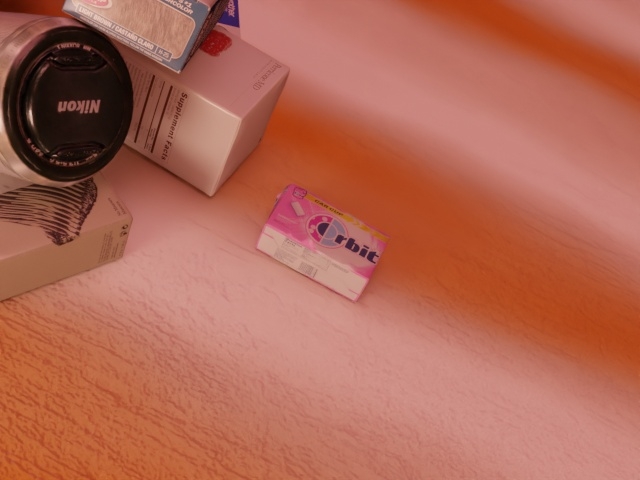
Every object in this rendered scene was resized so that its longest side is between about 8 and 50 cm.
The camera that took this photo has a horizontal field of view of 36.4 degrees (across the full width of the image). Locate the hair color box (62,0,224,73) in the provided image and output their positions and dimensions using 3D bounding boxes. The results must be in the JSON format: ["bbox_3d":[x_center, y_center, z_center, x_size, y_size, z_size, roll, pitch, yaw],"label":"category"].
[{"bbox_3d":[-0.222,-0.362,1.376,0.174,0.105,0.347,27,23,-8],"label":"hair color box"}]

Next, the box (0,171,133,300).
[{"bbox_3d":[-0.400,-0.001,1.304,0.275,0.094,0.113,-23,63,-37],"label":"box"}]

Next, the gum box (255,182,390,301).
[{"bbox_3d":[0.000,0.000,1.502,0.188,0.062,0.107,29,46,1],"label":"gum box"}]

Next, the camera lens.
[{"bbox_3d":[-0.408,-0.196,1.317,0.274,0.219,0.219,14,34,39],"label":"camera lens"}]

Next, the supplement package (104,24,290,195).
[{"bbox_3d":[-0.230,-0.244,1.533,0.293,0.175,0.177,31,44,3],"label":"supplement package"}]

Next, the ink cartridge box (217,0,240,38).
[{"bbox_3d":[-0.196,-0.369,1.748,0.097,0.046,0.207,8,49,-19],"label":"ink cartridge box"}]
